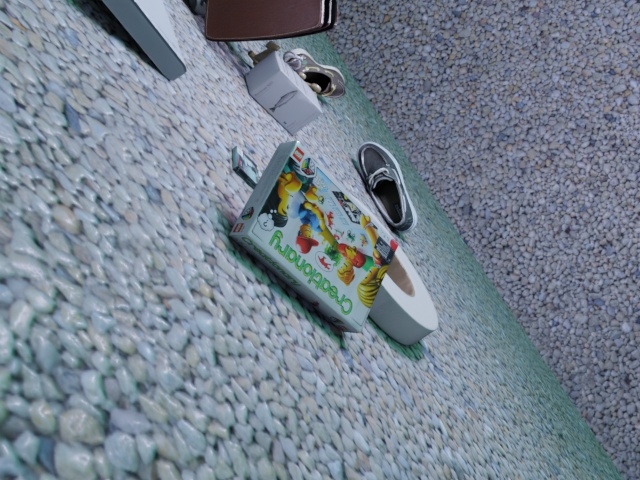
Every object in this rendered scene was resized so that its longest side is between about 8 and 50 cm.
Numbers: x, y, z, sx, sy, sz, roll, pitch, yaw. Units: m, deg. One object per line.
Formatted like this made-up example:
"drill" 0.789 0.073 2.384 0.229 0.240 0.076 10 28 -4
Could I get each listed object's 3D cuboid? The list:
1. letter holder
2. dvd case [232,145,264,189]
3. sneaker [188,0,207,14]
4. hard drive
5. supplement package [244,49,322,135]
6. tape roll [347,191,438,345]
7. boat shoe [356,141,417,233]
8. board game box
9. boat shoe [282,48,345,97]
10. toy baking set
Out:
"letter holder" -0.119 -0.564 1.822 0.152 0.302 0.214 48 42 -68
"dvd case" -0.127 -0.124 1.418 0.119 0.013 0.087 46 18 -31
"sneaker" -0.331 -0.689 1.883 0.101 0.106 0.267 38 42 -59
"hard drive" -0.364 -0.490 1.380 0.233 0.047 0.353 51 12 -51
"supplement package" -0.094 -0.377 1.870 0.179 0.105 0.105 40 23 -39
"tape roll" 0.127 0.059 1.657 0.392 0.072 0.392 48 18 -20
"boat shoe" 0.206 -0.181 2.287 0.335 0.121 0.119 62 13 20
"board game box" 0.000 0.000 1.251 0.305 0.053 0.193 42 61 -33
"boat shoe" -0.006 -0.540 2.458 0.324 0.116 0.096 19 43 -57
"toy baking set" -0.099 -0.458 1.946 0.197 0.030 0.256 15 -20 38
